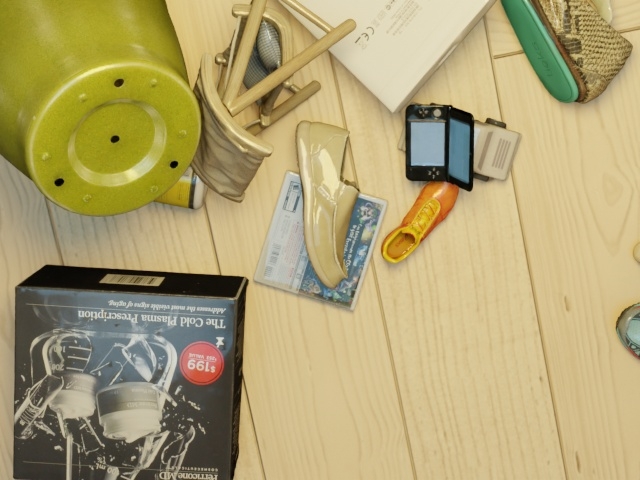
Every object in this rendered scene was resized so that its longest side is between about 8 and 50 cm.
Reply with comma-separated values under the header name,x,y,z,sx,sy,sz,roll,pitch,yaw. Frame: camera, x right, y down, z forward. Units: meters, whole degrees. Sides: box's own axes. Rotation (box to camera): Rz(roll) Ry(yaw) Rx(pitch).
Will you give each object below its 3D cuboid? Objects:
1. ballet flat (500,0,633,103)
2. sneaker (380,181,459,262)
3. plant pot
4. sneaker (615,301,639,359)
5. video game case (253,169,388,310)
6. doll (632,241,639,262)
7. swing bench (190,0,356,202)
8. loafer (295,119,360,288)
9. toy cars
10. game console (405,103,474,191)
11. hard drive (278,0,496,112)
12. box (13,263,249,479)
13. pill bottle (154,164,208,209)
name,x,y,z,sx,sy,sz,roll,pitch,yaw
ballet flat,0.309,-0.429,1.766,0.182,0.164,0.483,-44,108,-9
sneaker,0.164,-0.030,1.873,0.064,0.067,0.175,35,101,-10
plant pot,-0.334,-0.223,1.636,0.367,0.353,0.366,-17,132,-20
sneaker,0.594,0.189,1.873,0.262,0.125,0.104,34,97,-4
video game case,0.000,0.000,1.908,0.173,0.022,0.190,17,98,-1
doll,0.584,0.065,1.891,0.189,0.046,0.129,36,77,-2
swing bench,-0.102,-0.220,1.718,0.165,0.253,0.254,34,70,-4
loafer,0.018,-0.058,1.836,0.092,0.102,0.268,-7,97,8
toy cars,0.165,-0.240,1.835,0.176,0.087,0.393,-33,97,6
game console,0.180,-0.141,1.785,0.107,0.071,0.122,2,109,8
hard drive,0.065,-0.396,1.758,0.353,0.047,0.233,46,111,12
box,-0.296,0.214,1.866,0.343,0.179,0.312,3,100,1
pill bottle,-0.268,-0.114,1.853,0.184,0.103,0.103,11,99,0
